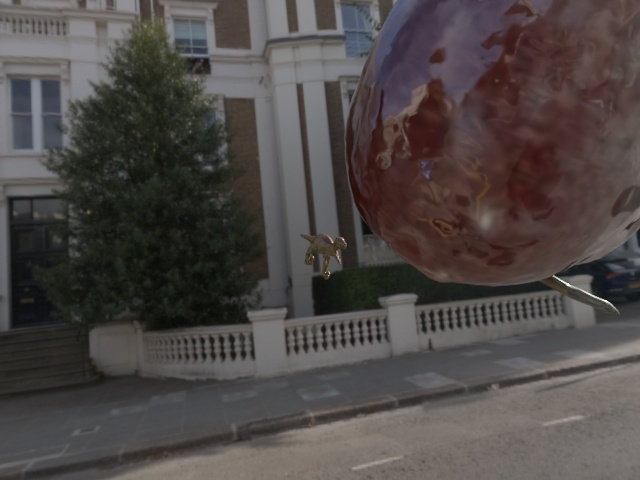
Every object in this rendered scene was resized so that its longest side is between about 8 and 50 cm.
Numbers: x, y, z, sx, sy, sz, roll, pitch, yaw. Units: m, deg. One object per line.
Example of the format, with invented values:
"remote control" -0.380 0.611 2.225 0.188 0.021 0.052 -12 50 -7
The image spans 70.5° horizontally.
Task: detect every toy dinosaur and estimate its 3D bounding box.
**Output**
"toy dinosaur" 0.000 0.000 0.925 0.039 0.162 0.126 -3 -43 -28

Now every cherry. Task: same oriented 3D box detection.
"cherry" 0.186 -0.123 0.443 0.291 0.335 0.326 25 14 35
